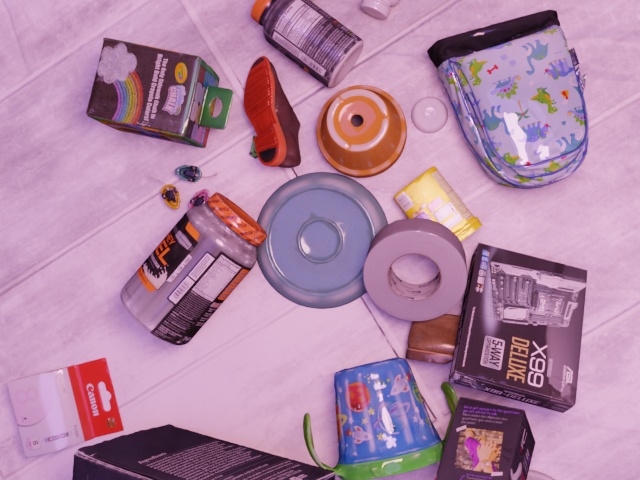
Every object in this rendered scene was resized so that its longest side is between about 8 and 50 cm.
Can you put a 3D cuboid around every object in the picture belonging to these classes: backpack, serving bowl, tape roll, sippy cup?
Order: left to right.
[{"bbox_3d":[0.130,0.375,1.447,0.240,0.305,0.224,-22,75,41],"label":"sippy cup"},{"bbox_3d":[0.204,0.063,1.448,0.219,0.072,0.219,4,116,8],"label":"tape roll"},{"bbox_3d":[0.247,-0.285,1.517,0.083,0.027,0.083,0,90,7],"label":"serving bowl"},{"bbox_3d":[0.416,-0.280,1.408,0.290,0.273,0.356,-15,101,-1],"label":"backpack"}]

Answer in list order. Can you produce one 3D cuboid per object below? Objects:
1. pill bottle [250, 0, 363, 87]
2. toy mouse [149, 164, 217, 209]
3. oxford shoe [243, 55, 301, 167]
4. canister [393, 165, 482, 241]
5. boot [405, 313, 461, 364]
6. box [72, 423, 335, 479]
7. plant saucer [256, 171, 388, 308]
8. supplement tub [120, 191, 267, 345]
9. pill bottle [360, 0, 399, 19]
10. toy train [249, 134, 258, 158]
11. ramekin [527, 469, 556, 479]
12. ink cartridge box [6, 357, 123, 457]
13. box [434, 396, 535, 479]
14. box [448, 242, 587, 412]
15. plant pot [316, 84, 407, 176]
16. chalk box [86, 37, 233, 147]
[{"bbox_3d":[-0.036,-0.461,1.494,0.245,0.130,0.130,38,94,5],"label":"pill bottle"},{"bbox_3d":[-0.298,-0.121,1.573,0.143,0.031,0.161,-32,87,6],"label":"toy mouse"},{"bbox_3d":[-0.105,-0.289,1.535,0.097,0.098,0.271,-21,72,41],"label":"oxford shoe"},{"bbox_3d":[0.258,-0.064,1.495,0.126,0.073,0.170,-37,85,6],"label":"canister"},{"bbox_3d":[0.345,0.226,1.477,0.305,0.112,0.115,7,81,8],"label":"boot"},{"bbox_3d":[-0.251,0.679,1.362,0.471,0.297,0.480,5,91,30],"label":"box"},{"bbox_3d":[0.000,0.000,1.538,0.317,0.044,0.318,0,90,7],"label":"plant saucer"},{"bbox_3d":[-0.275,0.059,1.491,0.193,0.193,0.316,41,93,4],"label":"supplement tub"},{"bbox_3d":[0.150,-0.581,1.495,0.087,0.087,0.160,23,93,5],"label":"pill bottle"},{"bbox_3d":[-0.148,-0.232,1.564,0.023,0.017,0.083,16,92,15],"label":"toy train"},{"bbox_3d":[0.444,0.646,1.452,0.272,0.127,0.273,0,90,6],"label":"ramekin"},{"bbox_3d":[-0.608,0.396,1.598,0.232,0.066,0.189,-15,89,10],"label":"ink cartridge box"},{"bbox_3d":[0.329,0.485,1.370,0.143,0.165,0.270,6,53,31],"label":"box"},{"bbox_3d":[0.417,0.178,1.411,0.242,0.076,0.307,15,62,6],"label":"box"},{"bbox_3d":[0.086,-0.245,1.453,0.205,0.188,0.205,0,90,6],"label":"plant pot"},{"bbox_3d":[-0.336,-0.318,1.504,0.289,0.179,0.180,14,91,5],"label":"chalk box"}]
